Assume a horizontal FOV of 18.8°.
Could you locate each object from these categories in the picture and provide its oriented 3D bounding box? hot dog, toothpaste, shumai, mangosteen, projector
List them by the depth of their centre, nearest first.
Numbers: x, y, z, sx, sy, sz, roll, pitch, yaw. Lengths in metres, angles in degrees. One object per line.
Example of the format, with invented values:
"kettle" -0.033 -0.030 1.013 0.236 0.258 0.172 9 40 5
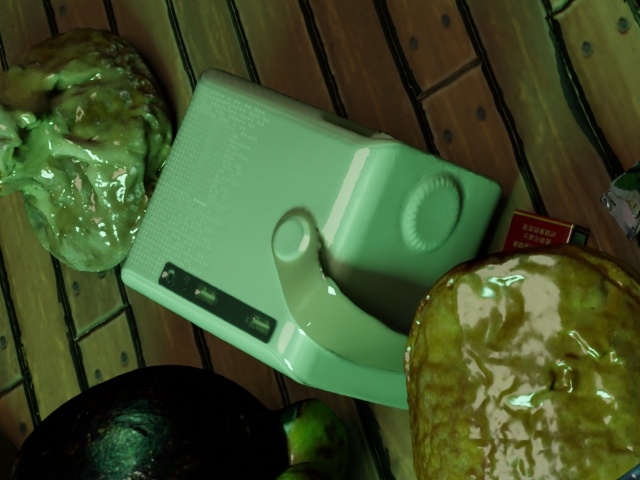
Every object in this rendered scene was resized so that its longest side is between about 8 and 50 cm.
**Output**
"hot dog" 0.145 0.144 1.202 0.196 0.122 0.272 -15 73 19
"toothpaste" 0.246 -0.074 1.258 0.170 0.028 0.045 -51 46 22
"mangosteen" -0.091 0.198 1.352 0.243 0.243 0.243 -11 72 37
"projector" 0.000 0.000 1.354 0.242 0.163 0.177 27 97 45
"shumai" -0.222 -0.081 1.568 0.161 0.153 0.209 -17 71 43

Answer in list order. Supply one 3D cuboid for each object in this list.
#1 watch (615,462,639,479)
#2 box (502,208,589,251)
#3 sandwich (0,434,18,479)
"watch" 0.305 0.099 1.021 0.274 0.276 0.068 -57 19 13
"box" 0.146 0.024 1.316 0.051 0.023 0.082 16 89 41
"sandwich" -0.272 0.229 1.561 0.094 0.096 0.258 -50 51 10
